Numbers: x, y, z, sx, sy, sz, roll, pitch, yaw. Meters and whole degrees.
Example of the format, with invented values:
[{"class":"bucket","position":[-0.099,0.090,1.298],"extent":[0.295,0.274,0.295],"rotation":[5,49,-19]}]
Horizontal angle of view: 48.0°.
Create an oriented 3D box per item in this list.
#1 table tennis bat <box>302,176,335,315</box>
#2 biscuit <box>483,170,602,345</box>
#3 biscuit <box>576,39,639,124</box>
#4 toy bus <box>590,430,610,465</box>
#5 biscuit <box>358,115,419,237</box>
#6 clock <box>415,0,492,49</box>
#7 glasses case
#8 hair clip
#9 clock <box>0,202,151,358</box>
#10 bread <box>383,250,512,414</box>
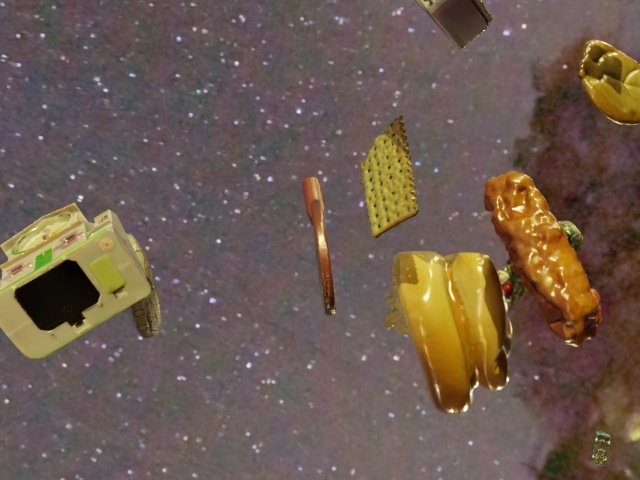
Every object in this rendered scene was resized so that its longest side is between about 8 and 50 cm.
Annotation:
[{"class":"table tennis bat","position":[0.000,0.000,1.816],"extent":[0.268,0.051,0.415],"rotation":[85,177,-50]},{"class":"biscuit","position":[0.411,0.038,1.321],"extent":[0.110,0.318,0.312],"rotation":[-31,-22,15]},{"class":"biscuit","position":[0.675,-0.352,1.615],"extent":[0.260,0.041,0.203],"rotation":[13,-117,-25]},{"class":"toy bus","position":[0.759,0.564,1.949],"extent":[0.046,0.038,0.083],"rotation":[-5,-75,-75]},{"class":"biscuit","position":[0.126,-0.116,1.361],"extent":[0.016,0.144,0.203],"rotation":[8,-117,-34]},{"class":"clock","position":[0.174,-0.409,1.135],"extent":[0.073,0.193,0.144],"rotation":[-41,-31,17]},{"class":"glasses case","position":[-0.427,0.115,1.681],"extent":[0.085,0.137,0.355],"rotation":[-19,-27,-18]},{"class":"hair clip","position":[0.622,0.061,2.136],"extent":[0.091,0.138,0.321],"rotation":[30,-65,-28]},{"class":"clock","position":[-0.461,0.043,1.308],"extent":[0.235,0.309,0.166],"rotation":[-32,-65,-7]},{"class":"bread","position":[0.285,0.187,1.582],"extent":[0.245,0.329,0.424],"rotation":[-28,-45,-5]}]
